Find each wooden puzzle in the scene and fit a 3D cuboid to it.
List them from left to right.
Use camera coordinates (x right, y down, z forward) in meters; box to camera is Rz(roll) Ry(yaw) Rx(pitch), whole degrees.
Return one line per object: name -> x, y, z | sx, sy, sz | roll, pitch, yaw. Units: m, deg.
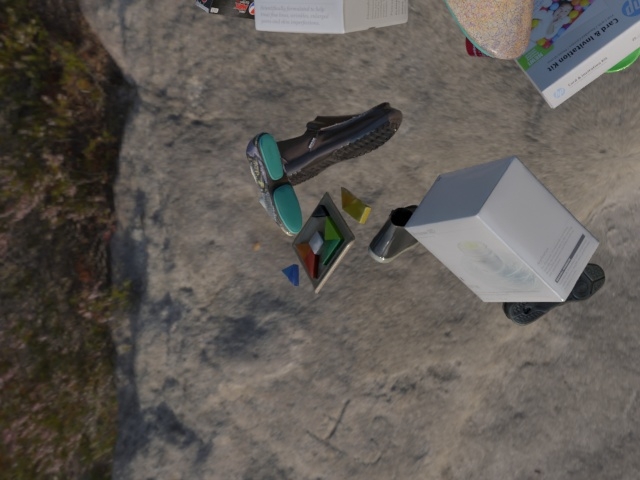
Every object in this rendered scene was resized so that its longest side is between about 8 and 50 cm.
wooden puzzle -> 0.000, 0.000, 0.733 | 0.116, 0.014, 0.078 | -61, 37, 23

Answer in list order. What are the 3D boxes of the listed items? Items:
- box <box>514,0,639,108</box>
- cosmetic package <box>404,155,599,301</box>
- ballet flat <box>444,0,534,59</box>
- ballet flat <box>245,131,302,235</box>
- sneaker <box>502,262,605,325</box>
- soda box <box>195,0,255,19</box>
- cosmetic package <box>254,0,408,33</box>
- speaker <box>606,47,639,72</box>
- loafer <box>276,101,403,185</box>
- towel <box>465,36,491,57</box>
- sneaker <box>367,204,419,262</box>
box -> 0.268, -0.253, 0.894 | 0.145, 0.038, 0.186 | -36, 50, 17
cosmetic package -> 0.307, -0.011, 1.404 | 0.225, 0.224, 0.138 | 43, 70, -16
ballet flat -> 0.144, -0.329, 0.755 | 0.106, 0.107, 0.316 | -28, 80, 61
ballet flat -> -0.052, -0.058, 0.869 | 0.041, 0.041, 0.114 | -16, 95, 21
sneaker -> 0.492, 0.105, 1.750 | 0.227, 0.130, 0.087 | -27, 99, -2
soda box -> -0.184, -0.519, 1.765 | 0.060, 0.169, 0.053 | 40, 121, 37
cosmetic package -> 0.017, -0.373, 1.126 | 0.151, 0.184, 0.151 | 11, 114, 32
speaker -> 0.591, -0.490, 1.726 | 0.131, 0.131, 0.296 | -20, 45, 21
loafer -> 0.021, -0.256, 1.973 | 0.366, 0.134, 0.130 | -23, 77, 16
towel -> 0.327, -0.415, 1.399 | 0.031, 0.275, 0.199 | 0, 103, -16
sneaker -> 0.200, -0.041, 1.827 | 0.083, 0.222, 0.118 | 38, 132, 9
